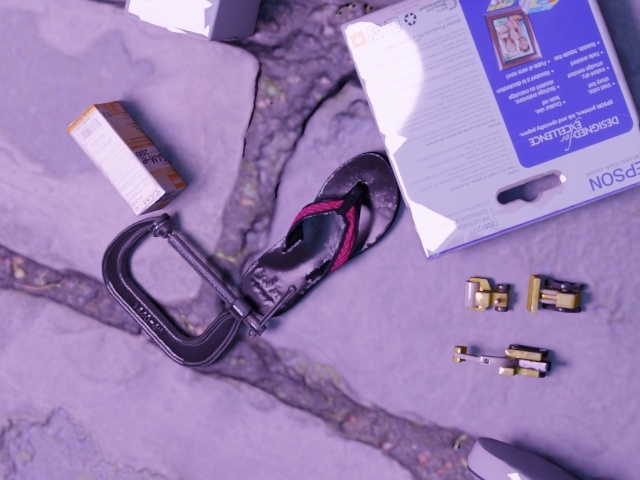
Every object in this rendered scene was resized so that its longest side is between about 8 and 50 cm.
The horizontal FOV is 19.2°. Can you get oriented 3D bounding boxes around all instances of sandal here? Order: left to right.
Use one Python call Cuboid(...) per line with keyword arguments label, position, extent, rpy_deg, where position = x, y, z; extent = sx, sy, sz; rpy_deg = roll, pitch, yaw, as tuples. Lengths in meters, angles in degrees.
Cuboid(label="sandal", position=(0.000, 0.000, 1.594), extent=(0.067, 0.040, 0.179), rpy_deg=(46, 107, 6))

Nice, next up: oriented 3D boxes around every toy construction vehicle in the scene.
Cuboid(label="toy construction vehicle", position=(0.161, 0.070, 1.561), extent=(0.098, 0.035, 0.086), rpy_deg=(10, 100, 14))

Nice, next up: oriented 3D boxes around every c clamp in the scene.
Cuboid(label="c clamp", position=(-0.112, 0.037, 1.636), extent=(0.160, 0.022, 0.137), rpy_deg=(41, 118, 10))

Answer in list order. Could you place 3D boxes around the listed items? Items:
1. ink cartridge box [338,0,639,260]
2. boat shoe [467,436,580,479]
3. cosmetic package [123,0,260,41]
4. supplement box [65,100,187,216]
Cuboid(label="ink cartridge box", position=(0.144, -0.114, 1.535), extent=(0.206, 0.045, 0.208), rpy_deg=(-19, 91, 17))
Cuboid(label="boat shoe", position=(0.223, 0.262, 1.546), extent=(0.267, 0.096, 0.088), rpy_deg=(33, 101, 1))
Cuboid(label="cosmetic package", position=(-0.083, -0.283, 1.539), extent=(0.085, 0.117, 0.231), rpy_deg=(17, 101, 13))
Cuboid(label="supplement box", position=(-0.165, -0.071, 1.619), extent=(0.036, 0.062, 0.098), rpy_deg=(-40, 87, 15))
